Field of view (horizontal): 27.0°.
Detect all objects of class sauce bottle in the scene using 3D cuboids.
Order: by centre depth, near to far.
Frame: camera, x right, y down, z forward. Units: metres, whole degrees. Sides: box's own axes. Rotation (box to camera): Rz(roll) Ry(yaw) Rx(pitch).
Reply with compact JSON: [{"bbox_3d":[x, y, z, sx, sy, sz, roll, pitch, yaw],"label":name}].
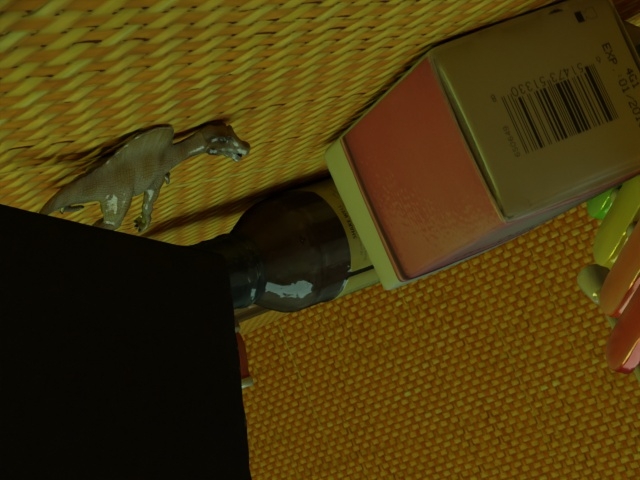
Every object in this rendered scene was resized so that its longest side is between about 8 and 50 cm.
[{"bbox_3d":[0.000,0.000,1.213,0.344,0.111,0.111,-17,172,-40],"label":"sauce bottle"}]

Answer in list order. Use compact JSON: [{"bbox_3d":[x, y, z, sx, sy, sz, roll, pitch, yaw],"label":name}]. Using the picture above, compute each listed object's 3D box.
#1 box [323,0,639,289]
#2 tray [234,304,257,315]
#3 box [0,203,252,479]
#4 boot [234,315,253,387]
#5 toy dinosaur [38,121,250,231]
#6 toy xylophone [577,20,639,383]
[{"bbox_3d":[0.120,-0.064,0.966,0.148,0.127,0.232,-22,174,-20],"label":"box"},{"bbox_3d":[-0.105,0.057,1.533,0.411,0.076,0.203,-22,175,-23],"label":"tray"},{"bbox_3d":[-0.243,0.113,0.393,0.312,0.179,0.343,16,148,-42],"label":"box"},{"bbox_3d":[-0.146,0.147,1.422,0.158,0.085,0.059,-23,176,21],"label":"boot"},{"bbox_3d":[-0.122,-0.033,0.772,0.183,0.053,0.092,-28,165,-49],"label":"toy dinosaur"},{"bbox_3d":[0.247,-0.015,0.975,0.081,0.236,0.323,17,-158,-13],"label":"toy xylophone"}]
